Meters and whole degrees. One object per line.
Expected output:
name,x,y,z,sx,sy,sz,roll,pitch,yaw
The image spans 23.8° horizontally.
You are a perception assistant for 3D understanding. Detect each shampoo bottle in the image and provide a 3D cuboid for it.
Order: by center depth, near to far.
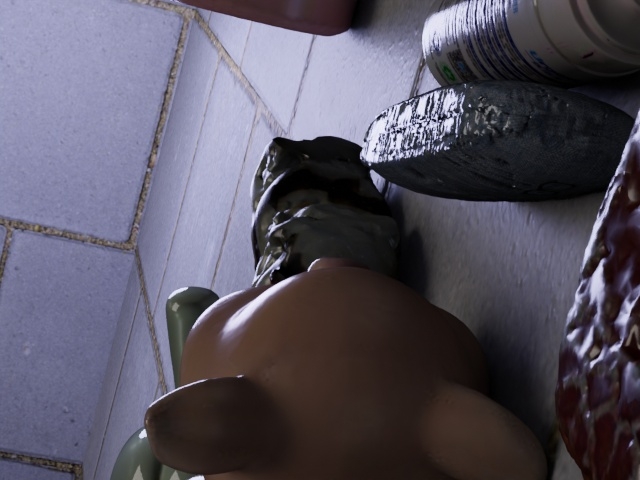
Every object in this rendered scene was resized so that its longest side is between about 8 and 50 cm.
shampoo bottle,0.146,-0.135,0.889,0.303,0.092,0.092,177,105,-76

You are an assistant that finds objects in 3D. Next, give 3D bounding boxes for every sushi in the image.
sushi,0.000,0.000,1.295,0.332,0.124,0.130,-97,16,-60

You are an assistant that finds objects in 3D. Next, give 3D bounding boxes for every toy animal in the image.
toy animal,-0.003,0.171,0.983,0.269,0.237,0.326,118,159,-72

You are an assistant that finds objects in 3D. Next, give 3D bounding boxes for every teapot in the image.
teapot,-0.138,0.219,1.614,0.220,0.149,0.318,154,126,-72

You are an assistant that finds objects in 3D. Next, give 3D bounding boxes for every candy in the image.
candy,-0.083,-0.288,1.619,0.255,0.255,0.094,-131,54,-74

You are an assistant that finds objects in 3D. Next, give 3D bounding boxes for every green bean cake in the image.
green bean cake,0.176,0.019,0.607,0.198,0.097,0.232,-110,35,-66

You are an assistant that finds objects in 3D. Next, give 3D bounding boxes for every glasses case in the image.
glasses case,0.104,-0.059,0.950,0.282,0.109,0.067,172,112,-75

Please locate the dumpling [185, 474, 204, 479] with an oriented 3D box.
dumpling,-0.063,0.270,1.260,0.260,0.181,0.341,-59,-38,-27
